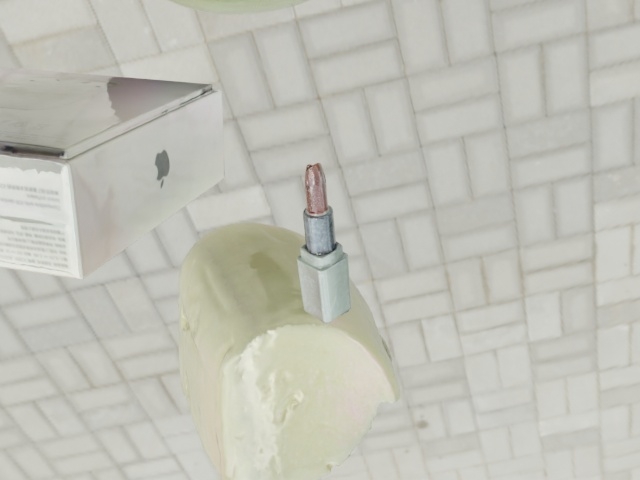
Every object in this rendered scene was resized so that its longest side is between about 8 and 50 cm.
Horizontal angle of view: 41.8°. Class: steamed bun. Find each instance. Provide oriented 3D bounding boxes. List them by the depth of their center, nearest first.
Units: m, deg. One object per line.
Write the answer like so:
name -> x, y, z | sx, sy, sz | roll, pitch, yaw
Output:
steamed bun -> -0.026, 0.106, 0.707 | 0.170, 0.225, 0.200 | 0, 117, -19

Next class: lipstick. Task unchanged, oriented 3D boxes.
lipstick -> 0.000, 0.000, 0.517 | 0.025, 0.025, 0.107 | -31, 130, -33

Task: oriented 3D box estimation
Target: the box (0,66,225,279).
box -> -0.127, -0.038, 0.367 | 0.130, 0.129, 0.051 | 8, 113, 16

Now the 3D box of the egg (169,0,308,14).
egg -> -0.059, -0.321, 0.775 | 0.295, 0.218, 0.218 | 0, 133, -5
